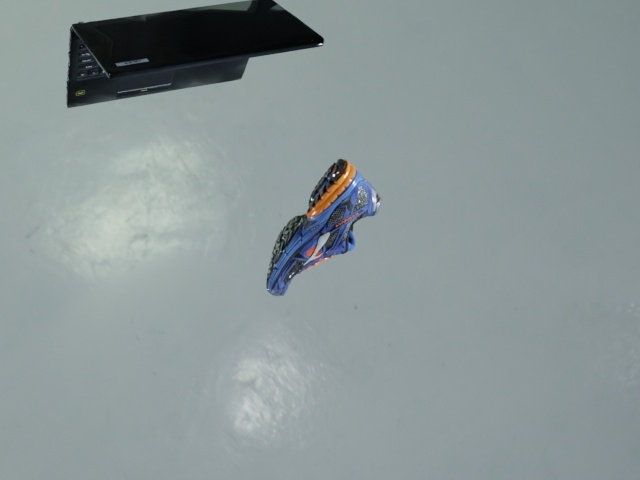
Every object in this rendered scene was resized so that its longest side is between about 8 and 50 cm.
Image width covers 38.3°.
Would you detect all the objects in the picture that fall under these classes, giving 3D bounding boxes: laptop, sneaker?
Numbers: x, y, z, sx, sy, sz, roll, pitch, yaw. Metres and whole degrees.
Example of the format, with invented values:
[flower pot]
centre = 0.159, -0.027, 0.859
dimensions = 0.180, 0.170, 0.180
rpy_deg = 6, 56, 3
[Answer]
[laptop]
centre = -0.153, -0.187, 1.045
dimensions = 0.234, 0.264, 0.137
rpy_deg = -13, 72, -22
[sneaker]
centre = 0.000, 0.000, 1.213
dimensions = 0.087, 0.221, 0.083
rpy_deg = 32, 31, -12
